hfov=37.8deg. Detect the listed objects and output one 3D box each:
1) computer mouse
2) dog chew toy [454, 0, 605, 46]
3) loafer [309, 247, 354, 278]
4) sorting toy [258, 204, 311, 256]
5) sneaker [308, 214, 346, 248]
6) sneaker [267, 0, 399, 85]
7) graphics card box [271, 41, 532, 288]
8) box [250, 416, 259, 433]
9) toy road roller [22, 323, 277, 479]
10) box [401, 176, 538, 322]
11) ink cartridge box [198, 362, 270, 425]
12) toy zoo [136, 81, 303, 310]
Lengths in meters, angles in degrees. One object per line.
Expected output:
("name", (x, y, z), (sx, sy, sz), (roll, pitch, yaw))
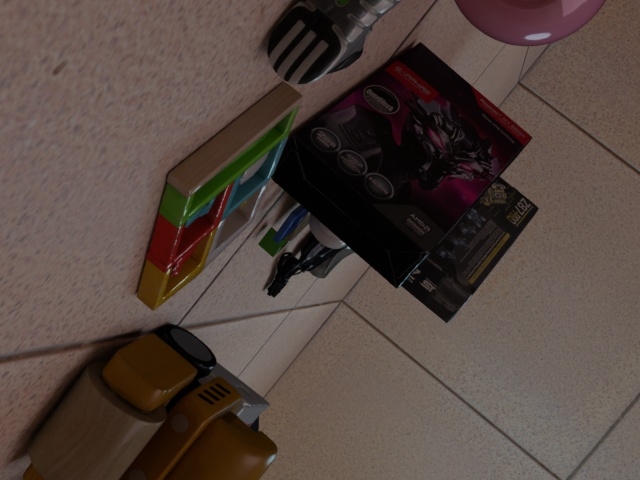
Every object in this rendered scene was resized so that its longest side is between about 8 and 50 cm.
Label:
("computer mouse", (0.000, 0.000, 1.804), (0.262, 0.060, 0.184), (-35, 171, -22))
("dog chew toy", (0.275, -0.365, 1.220), (0.206, 0.207, 0.332), (-54, 180, 21))
("loafer", (0.098, -0.033, 1.982), (0.319, 0.111, 0.112), (-48, 171, -19))
("sorting toy", (0.016, -0.104, 1.464), (0.348, 0.047, 0.196), (-45, 174, -36))
("sneaker", (0.106, -0.091, 1.444), (0.290, 0.106, 0.123), (-42, 174, -45))
("sneaker", (0.044, -0.243, 0.914), (0.229, 0.086, 0.132), (-42, 178, 9))
("graphics card box", (0.126, -0.121, 1.318), (0.371, 0.233, 0.094), (-42, 172, -44))
("box", (-0.205, 0.387, 1.766), (0.108, 0.153, 0.207), (-31, 127, -64))
("toy road roller", (-0.200, 0.266, 1.231), (0.202, 0.241, 0.329), (-52, 172, 9))
("box", (0.216, -0.060, 1.784), (0.395, 0.318, 0.097), (-42, 168, -51))
("ink cartridge box", (-0.279, 0.366, 1.530), (0.384, 0.160, 0.279), (-49, 171, -5))
("toy zoo", (-0.123, -0.032, 1.068), (0.192, 0.030, 0.293), (-45, 170, -36))
